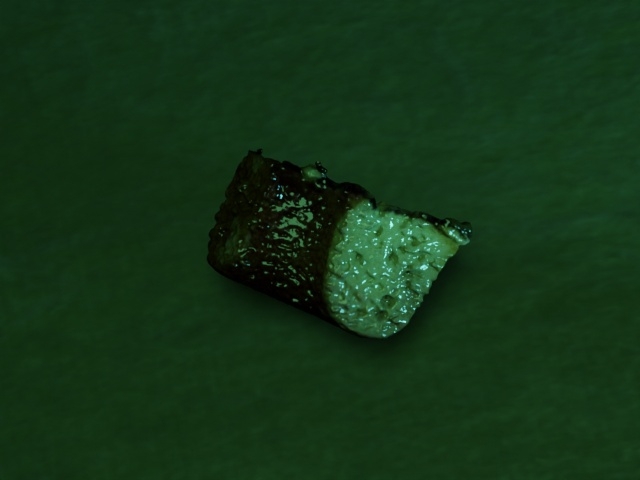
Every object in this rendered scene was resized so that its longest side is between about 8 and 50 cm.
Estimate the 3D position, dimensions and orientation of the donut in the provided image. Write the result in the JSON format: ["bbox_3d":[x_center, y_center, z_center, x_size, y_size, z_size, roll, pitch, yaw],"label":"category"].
[{"bbox_3d":[0.008,0.005,1.165,0.187,0.144,0.126,28,81,-12],"label":"donut"}]
